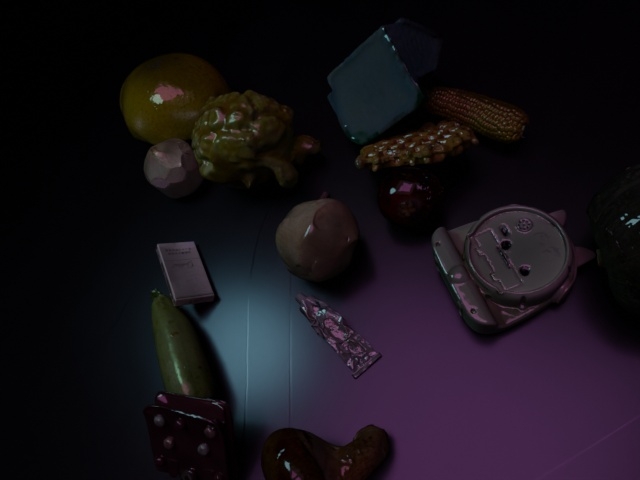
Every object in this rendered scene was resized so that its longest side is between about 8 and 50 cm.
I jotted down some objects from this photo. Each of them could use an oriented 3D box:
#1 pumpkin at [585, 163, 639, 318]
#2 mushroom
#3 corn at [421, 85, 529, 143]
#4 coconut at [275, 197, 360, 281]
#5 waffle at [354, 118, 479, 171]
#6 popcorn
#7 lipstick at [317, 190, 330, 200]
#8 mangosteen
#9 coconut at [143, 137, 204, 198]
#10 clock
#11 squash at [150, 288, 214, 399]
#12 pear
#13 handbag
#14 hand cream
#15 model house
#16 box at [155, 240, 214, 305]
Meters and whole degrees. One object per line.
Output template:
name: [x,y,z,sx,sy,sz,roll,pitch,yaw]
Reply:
pumpkin: [0.681,0.006,1.043,0.257,0.291,0.327,-22,47,30]
mushroom: [-0.001,0.465,1.055,0.267,0.267,0.254,11,69,22]
corn: [0.413,-0.336,1.403,0.310,0.101,0.101,32,77,33]
coconut: [0.000,0.000,1.311,0.224,0.224,0.224,-7,63,14]
waffle: [0.240,-0.239,1.353,0.301,0.058,0.281,-12,20,13]
popcorn: [-0.195,-0.280,1.473,0.335,0.279,0.274,-17,41,23]
lipstick: [-0.024,-0.054,1.444,0.027,0.027,0.176,21,74,25]
mangosteen: [0.225,-0.119,1.329,0.166,0.166,0.180,-9,39,14]
coconut: [-0.432,-0.219,1.562,0.171,0.183,0.171,-7,64,16]
clock: [0.435,0.039,1.203,0.324,0.108,0.265,-25,59,4]
squash: [-0.356,0.273,1.338,0.118,0.118,0.370,-31,54,1]
pear: [-0.472,-0.471,1.656,0.386,0.191,0.340,10,51,25]
handbag: [-0.290,0.451,1.187,0.203,0.074,0.216,6,111,19]
hand cream: [0.029,0.212,1.285,0.084,0.050,0.257,-42,63,-8]
model house: [0.200,-0.429,1.448,0.280,0.249,0.230,-27,91,47]
box: [-0.370,0.087,1.445,0.109,0.029,0.198,-5,52,-34]
